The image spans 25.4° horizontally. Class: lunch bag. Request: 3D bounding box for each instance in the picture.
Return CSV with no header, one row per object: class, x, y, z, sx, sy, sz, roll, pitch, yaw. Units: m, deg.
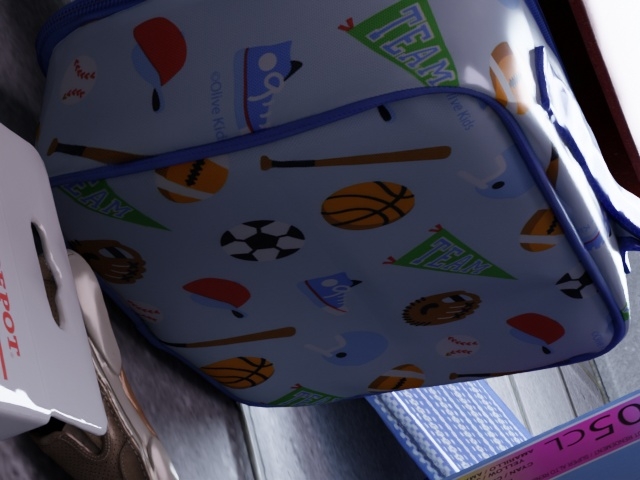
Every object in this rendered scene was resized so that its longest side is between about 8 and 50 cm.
lunch bag,0.023,-0.019,0.675,0.303,0.243,0.115,47,34,-56

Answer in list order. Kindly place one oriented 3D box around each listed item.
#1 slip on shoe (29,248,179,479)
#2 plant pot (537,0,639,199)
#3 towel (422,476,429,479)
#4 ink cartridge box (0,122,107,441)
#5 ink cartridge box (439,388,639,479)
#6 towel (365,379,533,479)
slip on shoe,-0.091,0.072,0.545,0.041,0.051,0.135,-25,102,-37
plant pot,0.055,-0.184,0.766,0.267,0.267,0.236,49,53,-56
towel,0.138,0.326,0.923,0.308,0.076,0.228,-99,161,-44
ink cartridge box,-0.144,0.002,0.397,0.198,0.067,0.115,35,35,-63
ink cartridge box,0.147,0.222,0.611,0.151,0.270,0.395,62,7,-15
towel,0.104,0.147,1.012,0.243,0.040,0.336,49,10,19
